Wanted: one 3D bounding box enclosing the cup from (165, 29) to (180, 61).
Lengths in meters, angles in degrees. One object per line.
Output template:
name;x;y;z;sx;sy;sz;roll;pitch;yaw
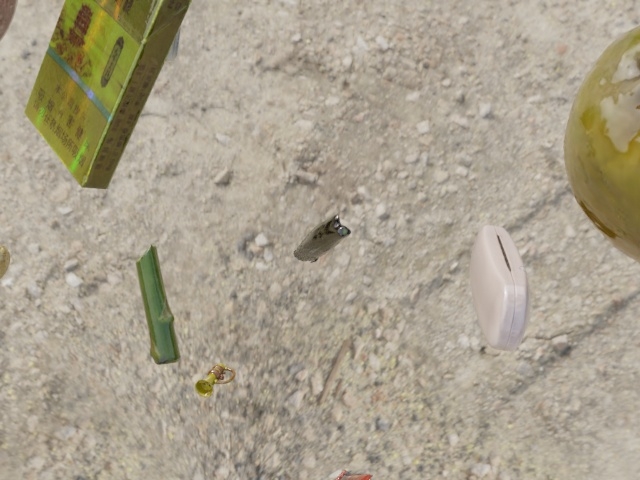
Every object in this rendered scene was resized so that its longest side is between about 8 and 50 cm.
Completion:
cup;-0.247;-0.308;0.991;0.099;0.074;0.102;8;106;-12

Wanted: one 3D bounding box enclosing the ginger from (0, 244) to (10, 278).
ginger;-0.508;0.055;0.950;0.115;0.081;0.205;40;106;-12

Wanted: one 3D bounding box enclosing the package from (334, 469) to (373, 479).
package;0.054;0.523;1.488;0.022;0.200;0.083;46;69;1

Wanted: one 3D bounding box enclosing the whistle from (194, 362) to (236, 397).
whistle;-0.236;0.311;1.609;0.057;0.109;0.046;-18;103;27

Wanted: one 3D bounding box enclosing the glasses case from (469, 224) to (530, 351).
glasses case;0.286;0.069;1.136;0.075;0.113;0.297;6;24;3

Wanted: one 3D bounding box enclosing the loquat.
loquat;0.394;-0.086;0.721;0.284;0.276;0.276;31;60;-38

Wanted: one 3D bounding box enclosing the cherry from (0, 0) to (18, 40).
cherry;-0.615;-0.423;1.025;0.326;0.335;0.291;-14;40;-36

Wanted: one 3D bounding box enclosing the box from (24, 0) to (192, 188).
box;-0.178;-0.155;0.581;0.030;0.193;0.121;0;38;-51

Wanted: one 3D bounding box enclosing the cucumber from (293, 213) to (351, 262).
cucumber;-0.002;0.001;0.840;0.034;0.135;0.033;-29;85;-20

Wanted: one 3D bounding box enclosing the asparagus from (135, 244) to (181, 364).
asparagus;-0.373;0.148;1.594;0.060;0.067;0.278;-17;95;-49
